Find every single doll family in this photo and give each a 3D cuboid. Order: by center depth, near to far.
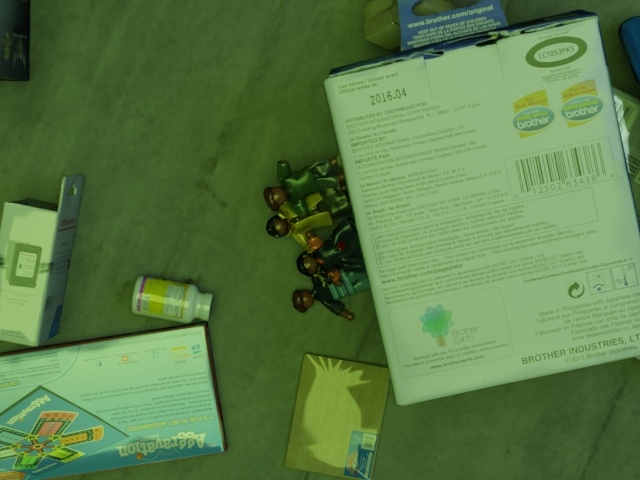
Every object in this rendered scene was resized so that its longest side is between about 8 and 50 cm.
[{"bbox_3d":[0.000,0.000,1.636,0.111,0.076,0.193,-24,96,-1],"label":"doll family"}]

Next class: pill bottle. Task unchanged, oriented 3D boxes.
[{"bbox_3d":[-0.159,0.065,1.659,0.083,0.043,0.043,10,94,1],"label":"pill bottle"}]

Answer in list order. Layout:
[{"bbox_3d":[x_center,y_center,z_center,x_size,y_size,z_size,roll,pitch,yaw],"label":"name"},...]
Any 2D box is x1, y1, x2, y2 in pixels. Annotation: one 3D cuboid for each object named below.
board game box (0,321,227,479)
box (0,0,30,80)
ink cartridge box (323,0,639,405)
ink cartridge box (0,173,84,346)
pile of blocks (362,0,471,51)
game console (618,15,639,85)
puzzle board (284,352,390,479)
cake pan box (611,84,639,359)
[{"bbox_3d":[-0.251,0.180,1.679,0.281,0.027,0.145,-9,92,2],"label":"board game box"},{"bbox_3d":[-0.347,-0.254,1.548,0.056,0.231,0.183,2,94,5],"label":"box"},{"bbox_3d":[0.163,-0.066,1.513,0.270,0.151,0.395,-12,99,4],"label":"ink cartridge box"},{"bbox_3d":[-0.302,0.014,1.630,0.060,0.104,0.180,10,94,2],"label":"ink cartridge box"},{"bbox_3d":[0.165,-0.355,1.602,0.113,0.149,0.362,20,108,-42],"label":"pile of blocks"},{"bbox_3d":[0.462,-0.097,1.578,0.293,0.173,0.250,-4,110,-7],"label":"game console"},{"bbox_3d":[0.019,0.193,1.680,0.096,0.011,0.128,10,95,0],"label":"puzzle board"},{"bbox_3d":[0.327,-0.014,1.627,0.267,0.070,0.245,26,92,0],"label":"cake pan box"}]
